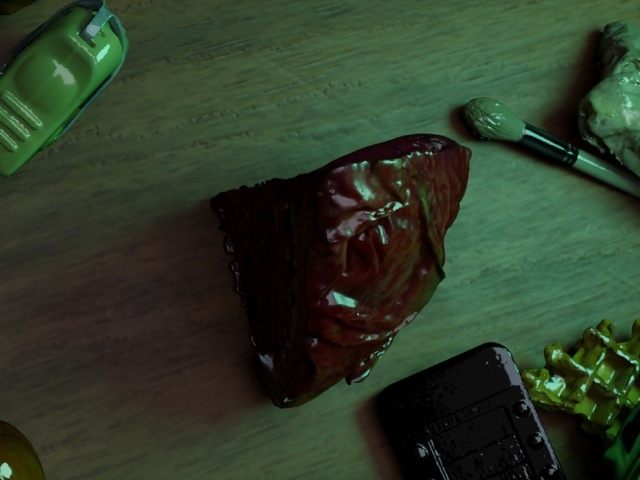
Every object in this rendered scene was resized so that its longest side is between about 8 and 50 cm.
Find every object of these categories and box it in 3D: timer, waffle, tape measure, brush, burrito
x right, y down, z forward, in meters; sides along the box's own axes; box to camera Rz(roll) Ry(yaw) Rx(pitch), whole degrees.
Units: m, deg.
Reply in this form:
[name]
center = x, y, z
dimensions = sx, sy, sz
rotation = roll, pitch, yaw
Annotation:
[timer]
center = 0.154, 0.208, 1.707
dimensions = 0.144, 0.055, 0.187
rotation = -24, 91, 2
[waffle]
center = 0.340, 0.222, 1.789
dimensions = 0.259, 0.069, 0.293
rotation = -14, 83, -25
[tape measure]
center = -0.244, -0.150, 1.570
dimensions = 0.177, 0.154, 0.087
rotation = -44, 96, 8
[brush]
center = 0.280, -0.081, 1.834
dimensions = 0.299, 0.039, 0.042
rotation = 24, 46, -19
[burrito]
center = 0.422, -0.091, 1.848
dimensions = 0.347, 0.107, 0.175
rotation = 41, 62, -7

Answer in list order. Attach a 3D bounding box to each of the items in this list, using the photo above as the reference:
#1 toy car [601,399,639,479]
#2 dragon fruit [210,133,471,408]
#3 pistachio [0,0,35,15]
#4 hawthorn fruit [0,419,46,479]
[toy car]
center = 0.355, 0.231, 1.653
dimensions = 0.176, 0.213, 0.359
rotation = 22, 61, 22
[dragon fruit]
center = 0.000, 0.000, 1.588
dimensions = 0.240, 0.330, 0.302
rotation = 14, 77, 3
[pistachio]
center = -0.335, -0.283, 1.573
dimensions = 0.210, 0.165, 0.130
rotation = 21, 113, -30
[hawthorn fruit]
center = -0.292, 0.293, 1.496
dimensions = 0.165, 0.165, 0.285
rotation = -22, 106, -24
